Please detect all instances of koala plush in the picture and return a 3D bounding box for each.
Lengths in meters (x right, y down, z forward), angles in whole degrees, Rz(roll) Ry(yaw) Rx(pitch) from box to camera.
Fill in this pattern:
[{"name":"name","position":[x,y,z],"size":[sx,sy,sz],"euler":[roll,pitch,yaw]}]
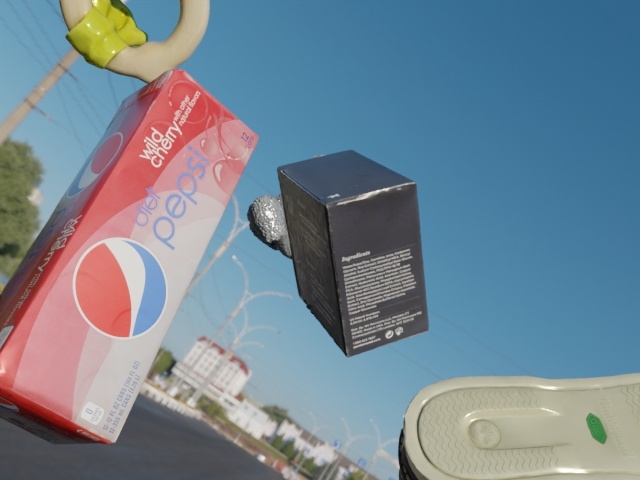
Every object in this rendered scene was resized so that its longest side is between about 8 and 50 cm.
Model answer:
[{"name":"koala plush","position":[0.000,0.000,1.221],"size":[0.221,0.196,0.203],"euler":[46,-20,11]}]

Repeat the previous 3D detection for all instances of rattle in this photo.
[{"name":"rattle","position":[-0.145,-0.248,0.597],"size":[0.130,0.199,0.142],"euler":[21,17,1]}]

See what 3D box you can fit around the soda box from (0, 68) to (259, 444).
[{"name":"soda box","position":[-0.140,0.003,0.470],"size":[0.084,0.263,0.092],"euler":[-17,-47,43]}]

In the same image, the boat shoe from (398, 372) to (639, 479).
[{"name":"boat shoe","position":[0.157,0.120,0.344],"size":[0.233,0.084,0.079],"euler":[3,-48,3]}]

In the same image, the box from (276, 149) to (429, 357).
[{"name":"box","position":[0.030,0.006,0.672],"size":[0.156,0.093,0.158],"euler":[-137,-146,-63]}]
